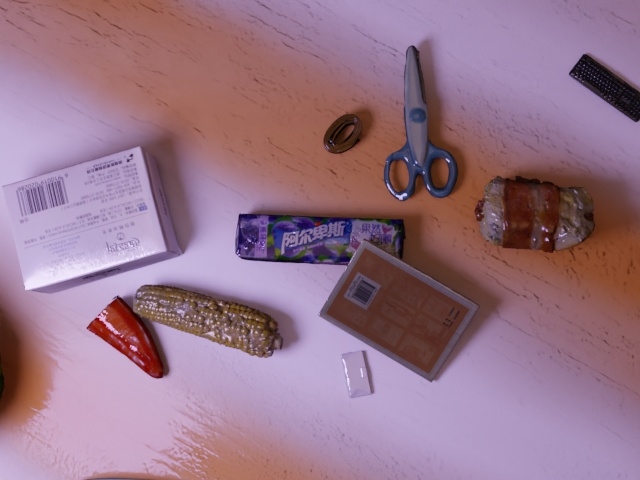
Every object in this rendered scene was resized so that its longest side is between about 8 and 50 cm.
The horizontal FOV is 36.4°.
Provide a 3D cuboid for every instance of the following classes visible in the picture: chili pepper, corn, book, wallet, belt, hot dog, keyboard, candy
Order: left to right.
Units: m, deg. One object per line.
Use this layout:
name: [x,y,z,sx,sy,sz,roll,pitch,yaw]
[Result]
chili pepper: [-0.349,0.192,1.809,0.088,0.065,0.169,-43,88,12]
corn: [-0.204,0.142,1.785,0.288,0.086,0.087,16,86,8]
candy: [0.000,0.000,1.792,0.312,0.061,0.088,2,83,5]
belt: [0.043,-0.197,1.821,0.059,0.036,0.083,43,90,1]
wallet: [0.065,0.245,1.787,0.044,0.011,0.083,-11,83,4]
book: [0.140,0.126,1.756,0.241,0.018,0.170,31,102,0]
hot dog: [0.383,-0.042,1.740,0.213,0.103,0.146,13,64,11]
keyboard: [0.534,-0.281,1.795,0.155,0.010,0.053,37,88,8]

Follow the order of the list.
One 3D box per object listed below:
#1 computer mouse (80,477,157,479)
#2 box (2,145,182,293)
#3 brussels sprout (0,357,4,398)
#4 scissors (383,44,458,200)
computer mouse: [-0.347,0.512,1.758,0.288,0.097,0.160,4,83,6]
box: [-0.422,-0.035,1.807,0.274,0.116,0.203,-17,83,3]
brussels sprout: [-0.725,0.252,1.727,0.281,0.289,0.355,39,101,21]
scissors: [0.179,-0.219,1.807,0.138,0.041,0.289,-4,88,4]
